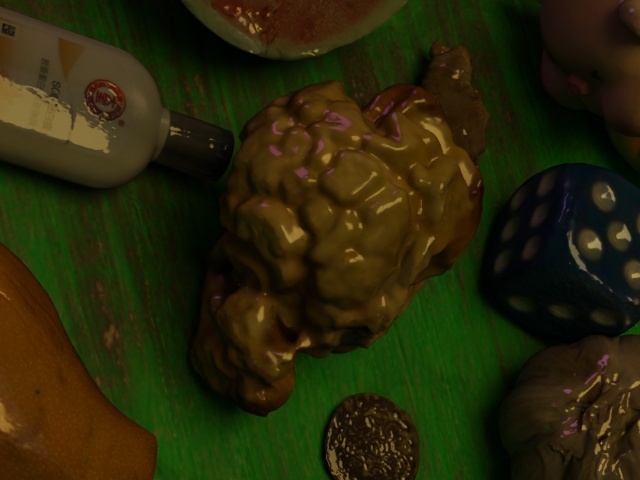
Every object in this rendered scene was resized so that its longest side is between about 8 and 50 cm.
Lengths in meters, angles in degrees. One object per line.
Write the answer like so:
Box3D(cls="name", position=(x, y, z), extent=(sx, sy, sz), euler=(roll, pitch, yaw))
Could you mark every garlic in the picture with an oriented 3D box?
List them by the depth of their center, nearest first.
Box3D(cls="garlic", position=(0.286, 0.190, 1.554), extent=(0.227, 0.152, 0.228), euler=(-1, 54, 1))

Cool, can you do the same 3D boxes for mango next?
Box3D(cls="mango", position=(-0.276, 0.119, 1.272), extent=(0.187, 0.144, 0.359), euler=(-42, 100, -31))

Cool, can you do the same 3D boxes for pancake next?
Box3D(cls="pancake", position=(0.051, 0.201, 1.520), extent=(0.115, 0.011, 0.115), euler=(10, 69, -28))

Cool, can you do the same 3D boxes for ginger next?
Box3D(cls="ginger", position=(0.117, -0.112, 1.633), extent=(0.137, 0.074, 0.213), euler=(51, 50, -7))

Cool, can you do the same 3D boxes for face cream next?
Box3D(cls="face cream", position=(-0.218, -0.117, 1.429), extent=(0.291, 0.071, 0.144), euler=(19, 65, -25))

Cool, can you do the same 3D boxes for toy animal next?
Box3D(cls="toy animal", position=(0.365, -0.189, 1.672), extent=(0.247, 0.345, 0.278), euler=(-1, 108, -42))

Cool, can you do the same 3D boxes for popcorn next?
Box3D(cls="popcorn", position=(0.000, 0.000, 1.425), extent=(0.225, 0.265, 0.332), euler=(34, 98, 3))

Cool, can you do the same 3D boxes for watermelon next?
Box3D(cls="watermelon", position=(-0.059, -0.292, 1.519), extent=(0.305, 0.180, 0.224), euler=(-15, 67, -32))

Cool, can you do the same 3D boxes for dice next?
Box3D(cls="dice", position=(0.265, 0.015, 1.633), extent=(0.146, 0.146, 0.143), euler=(31, 58, -19))
